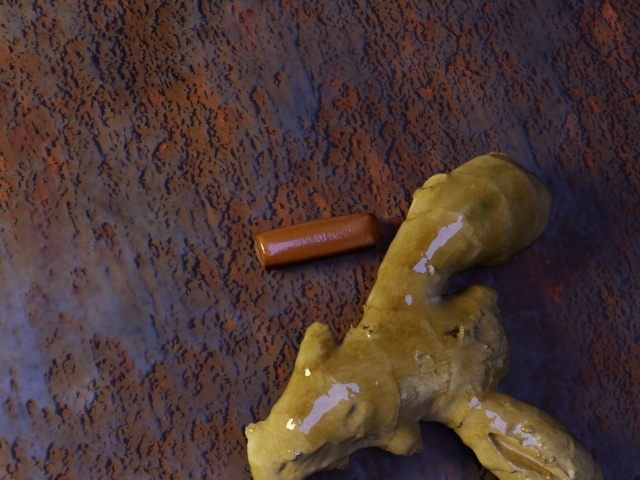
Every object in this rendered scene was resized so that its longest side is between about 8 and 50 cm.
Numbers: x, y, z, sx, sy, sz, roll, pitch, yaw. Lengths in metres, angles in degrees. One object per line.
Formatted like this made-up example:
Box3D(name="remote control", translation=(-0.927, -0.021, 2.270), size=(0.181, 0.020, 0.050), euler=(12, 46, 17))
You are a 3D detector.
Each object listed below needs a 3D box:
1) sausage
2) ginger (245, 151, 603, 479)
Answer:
Box3D(name="sausage", translation=(0.000, 0.000, 1.292), size=(0.131, 0.041, 0.039), euler=(-11, 72, -16))
Box3D(name="ginger", translation=(0.095, 0.090, 1.248), size=(0.348, 0.122, 0.363), euler=(-1, 84, -22))
